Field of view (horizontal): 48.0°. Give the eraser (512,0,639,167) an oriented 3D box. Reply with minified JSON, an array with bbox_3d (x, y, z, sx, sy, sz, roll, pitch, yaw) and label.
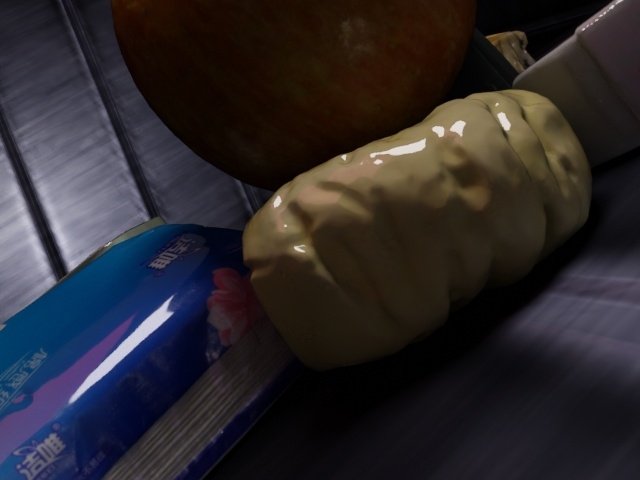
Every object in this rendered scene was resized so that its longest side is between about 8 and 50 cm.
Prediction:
[{"bbox_3d":[0.271,-0.162,0.408,0.352,0.089,0.061,-36,1,29],"label":"eraser"}]

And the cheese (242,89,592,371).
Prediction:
[{"bbox_3d":[0.062,-0.014,0.461,0.214,0.117,0.226,-31,1,17],"label":"cheese"}]

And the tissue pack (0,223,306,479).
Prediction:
[{"bbox_3d":[-0.159,0.104,0.536,0.209,0.137,0.270,5,34,41],"label":"tissue pack"}]

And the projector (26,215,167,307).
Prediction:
[{"bbox_3d":[-0.303,0.137,1.183,0.248,0.249,0.248,-38,4,12],"label":"projector"}]

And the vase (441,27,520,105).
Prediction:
[{"bbox_3d":[0.063,-0.061,0.728,0.321,0.173,0.173,-41,2,24],"label":"vase"}]

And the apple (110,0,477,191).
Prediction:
[{"bbox_3d":[-0.027,-0.189,0.569,0.277,0.250,0.309,-58,26,13],"label":"apple"}]

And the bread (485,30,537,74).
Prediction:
[{"bbox_3d":[0.213,-0.212,1.263,0.389,0.183,0.236,-33,18,-10],"label":"bread"}]
